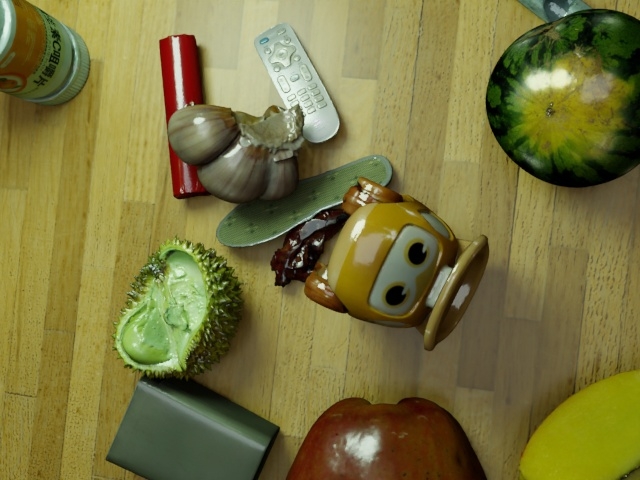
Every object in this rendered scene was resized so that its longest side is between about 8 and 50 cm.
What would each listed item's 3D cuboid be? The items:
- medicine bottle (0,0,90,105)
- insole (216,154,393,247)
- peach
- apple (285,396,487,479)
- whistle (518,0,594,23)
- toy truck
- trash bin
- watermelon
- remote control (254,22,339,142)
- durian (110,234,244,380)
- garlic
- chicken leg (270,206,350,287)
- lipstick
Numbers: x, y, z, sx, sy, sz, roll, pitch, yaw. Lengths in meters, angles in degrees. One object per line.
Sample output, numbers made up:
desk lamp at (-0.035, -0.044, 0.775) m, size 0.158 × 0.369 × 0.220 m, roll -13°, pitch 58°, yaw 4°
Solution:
medicine bottle at (-0.522, -0.326, 1.292) m, size 0.158 × 0.318 × 0.158 m, roll 0°, pitch 88°, yaw 11°
insole at (-0.031, -0.068, 1.334) m, size 0.322 × 0.007 × 0.109 m, roll -21°, pitch 54°, yaw 7°
peach at (0.457, 0.394, 1.153) m, size 0.380 × 0.242 × 0.306 m, roll -43°, pitch 104°, yaw -6°
apple at (0.103, 0.433, 1.257) m, size 0.295 × 0.328 × 0.365 m, roll -5°, pitch 82°, yaw 49°
whistle at (0.331, -0.418, 1.275) m, size 0.312 × 0.062 × 0.062 m, roll 40°, pitch 96°, yaw 9°
toy truck at (0.126, 0.040, 1.208) m, size 0.211 × 0.288 × 0.204 m, roll 27°, pitch 94°, yaw 21°
trash bin at (-0.212, 0.342, 1.330) m, size 0.240 × 0.122 × 0.164 m, roll 25°, pitch 94°, yaw 7°
watermelon at (0.384, -0.209, 1.165) m, size 0.269 × 0.269 × 0.269 m, roll 0°, pitch 89°, yaw 10°
remote control at (-0.037, -0.267, 1.348) m, size 0.073 × 0.044 × 0.229 m, roll -29°, pitch 76°, yaw 5°
durian at (-0.229, 0.112, 1.307) m, size 0.200 × 0.176 × 0.237 m, roll 23°, pitch 98°, yaw 5°
garlic at (-0.136, -0.136, 1.280) m, size 0.214 × 0.191 × 0.160 m, roll -10°, pitch 83°, yaw -28°
chicken leg at (-0.006, -0.003, 1.334) m, size 0.089 × 0.048 × 0.219 m, roll 42°, pitch 96°, yaw 5°
lipstick at (-0.234, -0.213, 1.366) m, size 0.073 × 0.073 × 0.280 m, roll -7°, pitch 88°, yaw 10°
